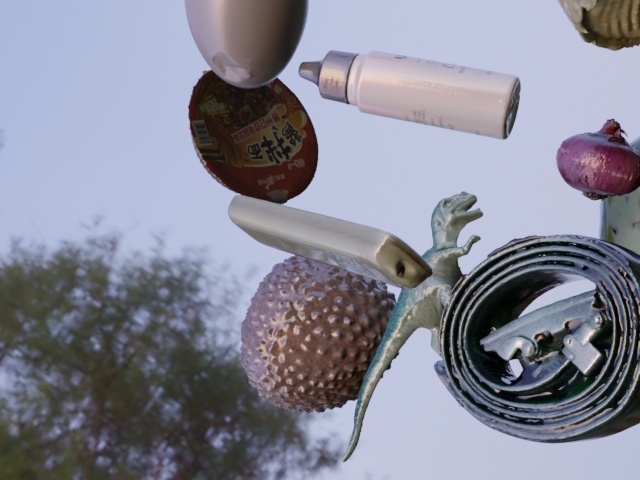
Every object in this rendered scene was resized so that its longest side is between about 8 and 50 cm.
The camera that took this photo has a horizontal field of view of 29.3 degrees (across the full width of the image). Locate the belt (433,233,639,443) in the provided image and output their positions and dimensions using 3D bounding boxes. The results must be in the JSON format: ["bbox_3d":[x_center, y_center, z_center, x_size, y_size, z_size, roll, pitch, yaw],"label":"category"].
[{"bbox_3d":[0.235,0.103,1.241,0.116,0.267,0.207,11,-110,-48],"label":"belt"}]

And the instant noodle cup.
[{"bbox_3d":[-0.137,-0.174,2.155,0.274,0.274,0.090,-31,0,-43],"label":"instant noodle cup"}]

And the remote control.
[{"bbox_3d":[0.001,0.000,1.350,0.090,0.309,0.038,39,-104,-35],"label":"remote control"}]

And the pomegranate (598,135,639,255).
[{"bbox_3d":[0.562,-0.027,1.694,0.285,0.340,0.285,-17,-68,-50],"label":"pomegranate"}]

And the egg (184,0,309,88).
[{"bbox_3d":[-0.104,-0.329,1.719,0.176,0.176,0.232,-19,-61,-52],"label":"egg"}]

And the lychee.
[{"bbox_3d":[-0.002,0.167,2.124,0.300,0.300,0.300,-40,-35,-35],"label":"lychee"}]

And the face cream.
[{"bbox_3d":[0.115,-0.210,1.689,0.092,0.311,0.092,12,-90,-74],"label":"face cream"}]

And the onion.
[{"bbox_3d":[0.354,-0.101,1.528,0.115,0.115,0.104,12,-83,-61],"label":"onion"}]

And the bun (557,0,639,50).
[{"bbox_3d":[0.386,-0.345,1.418,0.259,0.152,0.259,-14,-20,-5],"label":"bun"}]

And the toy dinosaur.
[{"bbox_3d":[0.138,0.119,1.540,0.076,0.129,0.383,34,-102,-48],"label":"toy dinosaur"}]
